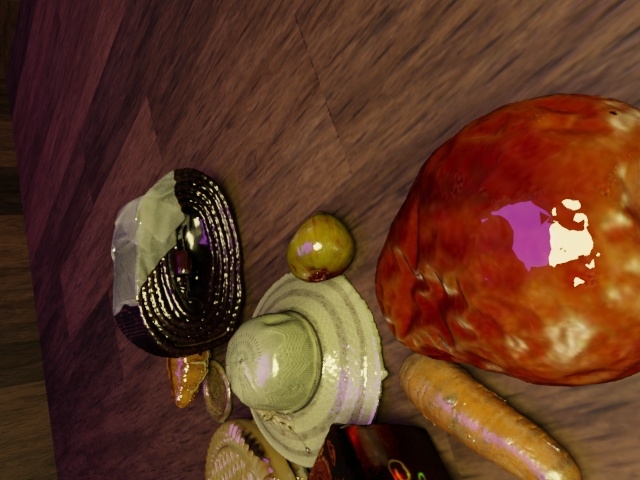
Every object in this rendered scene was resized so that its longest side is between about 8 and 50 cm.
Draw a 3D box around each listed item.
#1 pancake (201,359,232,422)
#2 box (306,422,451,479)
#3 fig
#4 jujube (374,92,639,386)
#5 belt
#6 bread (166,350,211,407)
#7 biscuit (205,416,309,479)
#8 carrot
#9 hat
[{"bbox_3d":[-0.182,0.263,0.951,0.115,0.011,0.114,6,97,54],"label":"pancake"},{"bbox_3d":[0.030,0.417,0.529,0.264,0.116,0.414,-113,37,-58],"label":"box"},{"bbox_3d":[0.000,0.000,0.650,0.084,0.082,0.098,87,-178,-67],"label":"fig"},{"bbox_3d":[0.135,0.013,0.393,0.255,0.190,0.189,-41,60,54],"label":"jujube"},{"bbox_3d":[-0.229,0.039,0.863,0.164,0.184,0.288,-20,71,56],"label":"belt"},{"bbox_3d":[-0.233,0.171,0.955,0.105,0.076,0.232,-54,46,50],"label":"bread"},{"bbox_3d":[-0.090,0.373,0.780,0.259,0.079,0.258,4,95,53],"label":"biscuit"},{"bbox_3d":[0.141,0.158,0.483,0.186,0.060,0.060,32,117,47],"label":"carrot"},{"bbox_3d":[-0.052,0.147,0.653,0.252,0.110,0.251,-12,73,43],"label":"hat"}]
